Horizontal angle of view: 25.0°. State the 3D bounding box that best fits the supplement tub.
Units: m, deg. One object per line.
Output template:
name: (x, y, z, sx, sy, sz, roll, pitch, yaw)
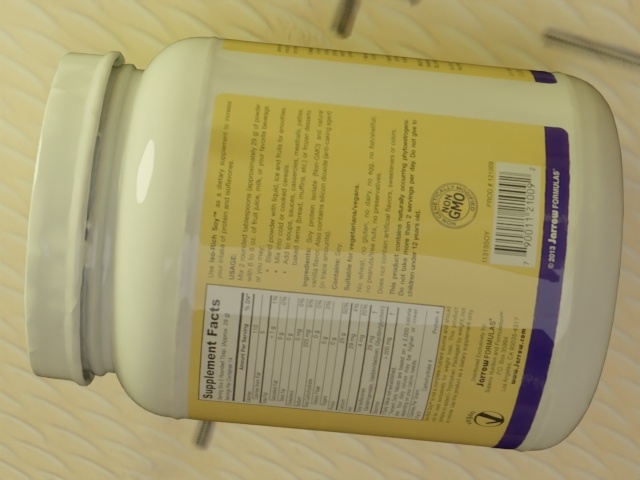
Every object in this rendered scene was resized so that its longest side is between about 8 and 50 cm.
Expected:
supplement tub: (0.000, 0.000, 0.900, 0.331, 0.241, 0.241, 6, 118, -2)
